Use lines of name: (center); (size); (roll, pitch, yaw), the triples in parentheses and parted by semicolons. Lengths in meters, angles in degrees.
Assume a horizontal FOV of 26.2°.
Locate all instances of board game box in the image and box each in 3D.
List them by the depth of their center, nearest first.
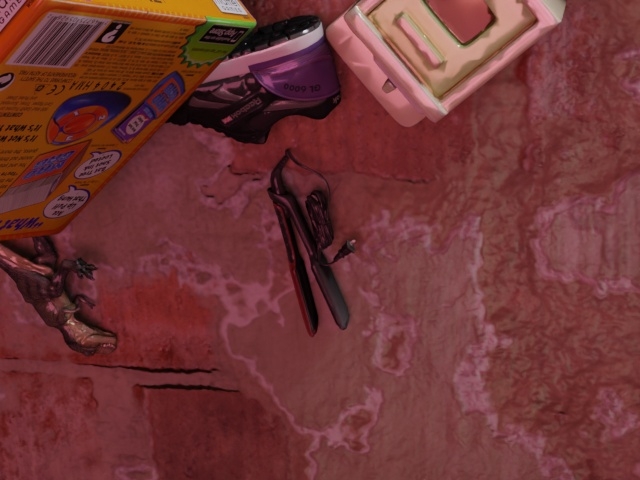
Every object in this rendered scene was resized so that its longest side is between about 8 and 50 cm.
board game box: (-0.364, -0.238, 1.387); (0.356, 0.356, 0.356); (-43, 75, 23)

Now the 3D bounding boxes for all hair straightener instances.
hair straightener: (0.000, 0.000, 1.630); (0.089, 0.047, 0.230); (-11, 104, 16)

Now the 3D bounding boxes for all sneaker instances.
sneaker: (-0.116, -0.154, 1.560); (0.283, 0.107, 0.124); (-13, 114, 17)

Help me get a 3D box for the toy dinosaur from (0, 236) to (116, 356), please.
toy dinosaur: (-0.344, 0.036, 1.708); (0.268, 0.064, 0.118); (46, 120, -4)

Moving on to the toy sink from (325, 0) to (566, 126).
toy sink: (0.121, -0.226, 1.460); (0.234, 0.131, 0.153); (-37, 99, 23)
